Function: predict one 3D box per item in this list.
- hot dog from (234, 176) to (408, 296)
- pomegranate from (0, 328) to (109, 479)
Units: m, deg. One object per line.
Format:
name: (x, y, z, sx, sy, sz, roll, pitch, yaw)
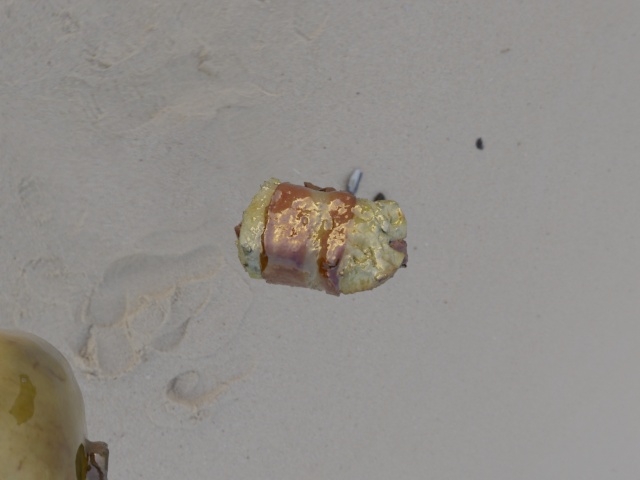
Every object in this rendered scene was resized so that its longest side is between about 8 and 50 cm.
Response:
hot dog: (0.000, 0.000, 0.634, 0.103, 0.213, 0.146, 85, 24, -58)
pomegranate: (-0.359, 0.213, 0.480, 0.333, 0.333, 0.332, -9, 108, -30)
